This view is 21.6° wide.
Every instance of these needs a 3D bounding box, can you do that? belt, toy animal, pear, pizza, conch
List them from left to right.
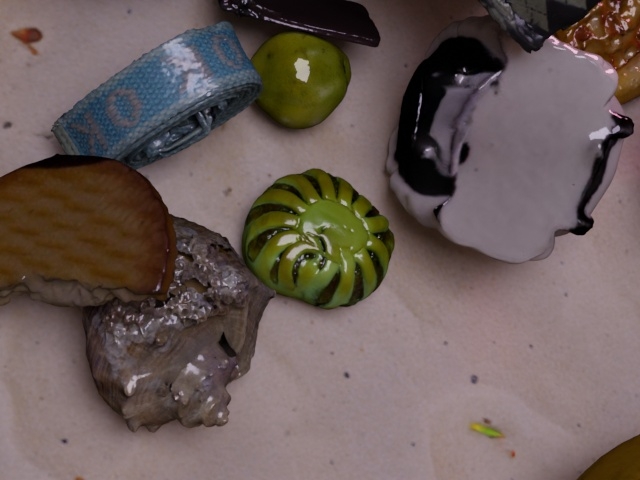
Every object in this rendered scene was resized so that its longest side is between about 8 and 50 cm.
[{"bbox_3d":[-0.137,0.052,1.462,0.245,0.163,0.178,51,34,18],"label":"conch"},{"bbox_3d":[-0.133,-0.120,1.482,0.148,0.163,0.082,-21,81,-48],"label":"belt"},{"bbox_3d":[-0.017,-0.153,1.560,0.097,0.092,0.092,-22,84,-20],"label":"pear"},{"bbox_3d":[0.173,-0.098,1.566,0.204,0.156,0.208,18,101,-13],"label":"toy animal"},{"bbox_3d":[0.311,-0.222,1.695,0.271,0.056,0.134,-37,98,-23],"label":"pizza"}]

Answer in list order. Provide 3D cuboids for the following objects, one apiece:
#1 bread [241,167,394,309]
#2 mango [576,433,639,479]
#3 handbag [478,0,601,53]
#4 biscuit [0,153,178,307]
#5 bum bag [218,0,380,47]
[{"bbox_3d":[0.000,0.000,1.535,0.139,0.071,0.130,36,65,-6],"label":"bread"},{"bbox_3d":[0.296,0.330,1.466,0.445,0.220,0.301,-23,85,-17],"label":"mango"},{"bbox_3d":[0.185,-0.381,1.549,0.317,0.180,0.416,45,29,-13],"label":"handbag"},{"bbox_3d":[-0.212,0.006,1.408,0.176,0.031,0.228,-46,53,-5],"label":"biscuit"},{"bbox_3d":[-0.023,-0.223,1.571,0.159,0.109,0.026,12,114,-16],"label":"bum bag"}]
